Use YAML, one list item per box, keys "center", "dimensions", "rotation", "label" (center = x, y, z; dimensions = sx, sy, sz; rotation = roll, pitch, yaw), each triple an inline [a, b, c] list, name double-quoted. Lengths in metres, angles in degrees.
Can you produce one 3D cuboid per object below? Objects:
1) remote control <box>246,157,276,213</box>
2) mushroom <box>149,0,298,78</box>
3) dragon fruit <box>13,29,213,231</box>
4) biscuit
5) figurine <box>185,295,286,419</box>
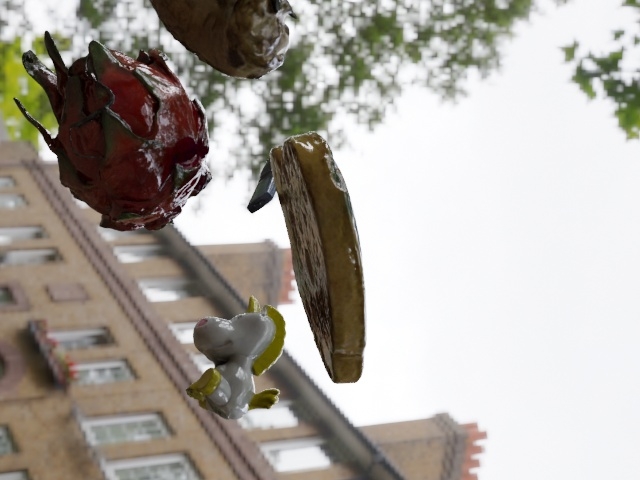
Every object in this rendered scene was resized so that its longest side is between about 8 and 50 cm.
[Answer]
- center: [-0.074, -0.086, 1.780]
  dimensions: [0.043, 0.027, 0.152]
  rotation: [-29, -160, 22]
  label: "remote control"
- center: [-0.158, -0.287, 1.178]
  dimensions: [0.267, 0.267, 0.255]
  rotation: [130, -33, -55]
  label: "mushroom"
- center: [-0.230, -0.131, 1.439]
  dimensions: [0.193, 0.192, 0.274]
  rotation: [15, -43, 56]
  label: "dragon fruit"
- center: [0.002, 0.000, 1.509]
  dimensions: [0.344, 0.057, 0.287]
  rotation: [86, -13, -48]
  label: "biscuit"
- center: [-0.114, 0.159, 1.704]
  dimensions: [0.109, 0.129, 0.178]
  rotation: [83, 10, -60]
  label: "figurine"
